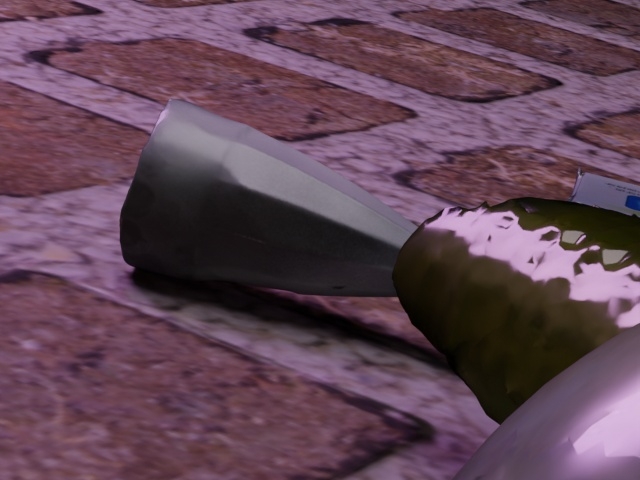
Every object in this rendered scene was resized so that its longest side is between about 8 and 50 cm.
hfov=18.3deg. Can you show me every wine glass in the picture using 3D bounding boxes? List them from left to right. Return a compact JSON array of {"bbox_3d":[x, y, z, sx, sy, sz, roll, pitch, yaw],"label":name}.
[{"bbox_3d":[0.000,0.000,0.807,0.155,0.073,0.073,20,17,13],"label":"wine glass"}]

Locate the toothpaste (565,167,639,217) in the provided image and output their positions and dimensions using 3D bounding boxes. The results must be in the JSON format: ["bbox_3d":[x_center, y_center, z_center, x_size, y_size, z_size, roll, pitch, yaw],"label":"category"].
[{"bbox_3d":[0.264,0.045,0.848,0.336,0.067,0.081,15,15,8],"label":"toothpaste"}]

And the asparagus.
[{"bbox_3d":[0.170,0.078,0.589,0.128,0.108,0.382,1,19,-35],"label":"asparagus"}]

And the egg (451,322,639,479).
[{"bbox_3d":[0.126,0.087,0.371,0.217,0.183,0.183,-15,28,-29],"label":"egg"}]
